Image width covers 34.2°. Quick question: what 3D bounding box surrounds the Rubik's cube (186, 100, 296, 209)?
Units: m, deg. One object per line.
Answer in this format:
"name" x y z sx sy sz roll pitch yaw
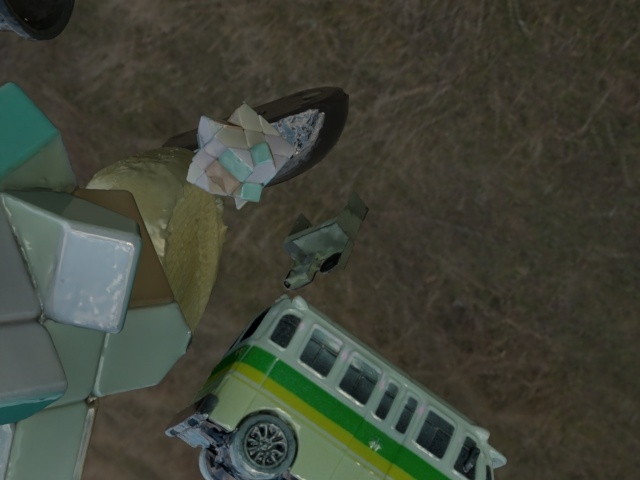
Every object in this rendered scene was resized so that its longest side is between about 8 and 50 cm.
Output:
"Rubik's cube" -0.075 -0.068 0.882 0.084 0.073 0.075 29 133 4

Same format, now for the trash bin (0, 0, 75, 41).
"trash bin" -0.312 -0.250 0.867 0.160 0.176 0.175 -1 143 12

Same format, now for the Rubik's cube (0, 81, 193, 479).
"Rubik's cube" -0.198 0.038 0.650 0.212 0.265 0.224 20 -176 31

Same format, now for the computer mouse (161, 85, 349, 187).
"computer mouse" -0.082 -0.123 1.400 0.170 0.269 0.100 -120 11 -75

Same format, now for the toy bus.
"toy bus" 0.026 0.179 0.890 0.276 0.165 0.133 36 155 -8

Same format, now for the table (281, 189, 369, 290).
"table" 0.000 0.000 1.991 0.146 0.175 0.062 -23 118 39

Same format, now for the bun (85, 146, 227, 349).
"bun" -0.208 0.008 1.207 0.152 0.259 0.259 9 148 11
